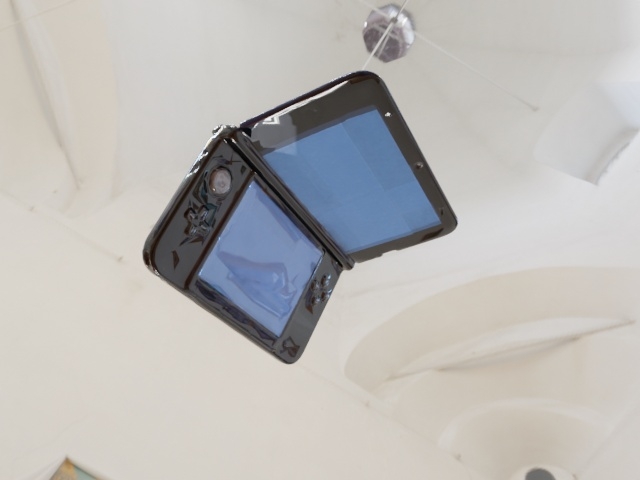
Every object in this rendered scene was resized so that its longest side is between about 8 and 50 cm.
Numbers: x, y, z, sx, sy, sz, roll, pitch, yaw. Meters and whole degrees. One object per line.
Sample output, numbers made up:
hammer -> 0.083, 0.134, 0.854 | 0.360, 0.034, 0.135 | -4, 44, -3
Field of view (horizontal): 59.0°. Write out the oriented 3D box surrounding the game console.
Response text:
game console -> 0.000, 0.000, 0.638 | 0.293, 0.173, 0.250 | 47, -118, -45
